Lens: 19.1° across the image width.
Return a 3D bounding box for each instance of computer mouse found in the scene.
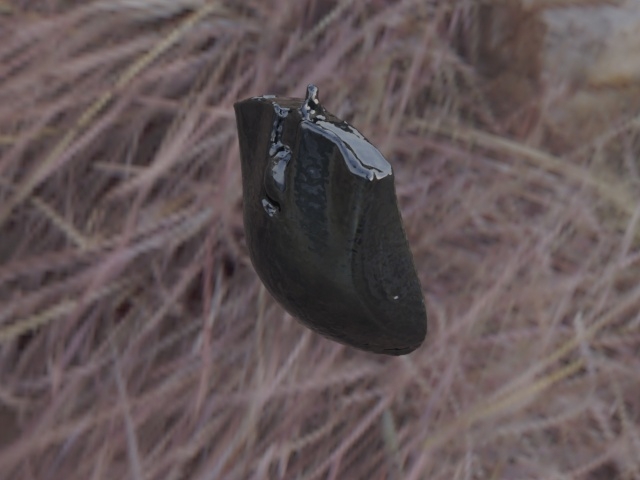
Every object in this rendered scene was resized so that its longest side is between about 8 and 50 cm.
[{"bbox_3d":[0.000,0.000,1.380,0.088,0.264,0.147,-34,43,-25],"label":"computer mouse"}]
